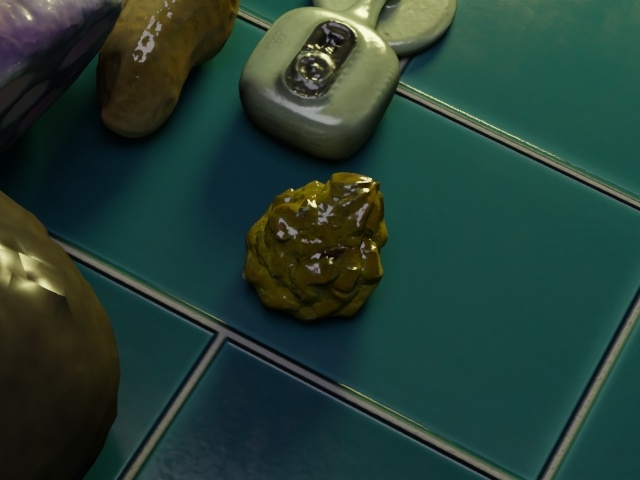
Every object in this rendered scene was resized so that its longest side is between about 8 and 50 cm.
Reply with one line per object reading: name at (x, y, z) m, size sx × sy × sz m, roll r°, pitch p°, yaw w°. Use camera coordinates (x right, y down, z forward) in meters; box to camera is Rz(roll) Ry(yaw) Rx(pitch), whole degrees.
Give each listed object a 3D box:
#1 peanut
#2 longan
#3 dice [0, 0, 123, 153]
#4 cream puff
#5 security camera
peanut at (-0.155, -0.208, 1.836) m, size 0.110 × 0.120 × 0.236 m, roll 17°, pitch 71°, yaw 16°
longan at (-0.401, 0.102, 1.497) m, size 0.436 × 0.404 × 0.404 m, roll 40°, pitch 62°, yaw -15°
dice at (-0.370, -0.221, 1.693) m, size 0.270 × 0.271 × 0.270 m, roll 45°, pitch 47°, yaw 1°
cream puff at (0.000, 0.000, 1.720) m, size 0.146 × 0.116 × 0.146 m, roll 3°, pitch 60°, yaw -5°
security camera at (0.035, -0.218, 1.870) m, size 0.157 × 0.080 × 0.301 m, roll 25°, pitch 60°, yaw 12°
